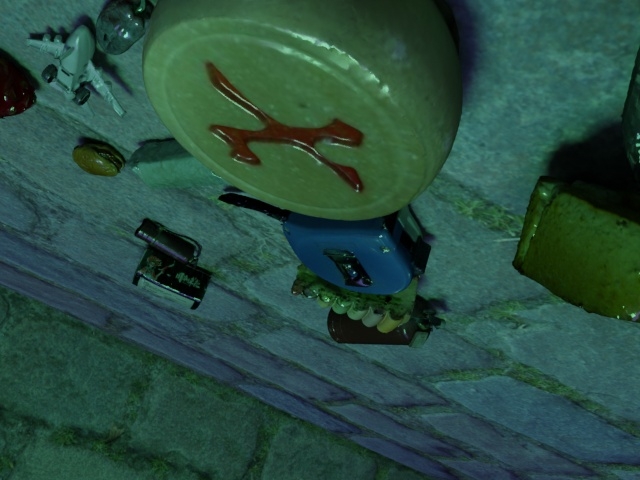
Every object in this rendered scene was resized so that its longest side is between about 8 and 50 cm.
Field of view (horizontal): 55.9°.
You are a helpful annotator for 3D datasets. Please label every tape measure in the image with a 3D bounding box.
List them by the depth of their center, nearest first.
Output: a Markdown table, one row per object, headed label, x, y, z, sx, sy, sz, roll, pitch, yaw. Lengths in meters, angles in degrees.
| label | x | y | z | sx | sy | sz | roll | pitch | yaw |
| --- | --- | --- | --- | --- | --- | --- | --- | --- | --- |
| tape measure | 0.000 | 0.000 | 1.000 | 0.351 | 0.098 | 0.215 | 4 | 149 | 35 |

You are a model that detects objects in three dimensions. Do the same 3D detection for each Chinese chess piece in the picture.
| label | x | y | z | sx | sy | sz | roll | pitch | yaw |
| --- | --- | --- | --- | --- | --- | --- | --- | --- | --- |
| Chinese chess piece | -0.018 | -0.160 | 0.644 | 0.337 | 0.141 | 0.338 | 17 | 153 | 8 |

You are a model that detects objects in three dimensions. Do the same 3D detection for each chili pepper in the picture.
| label | x | y | z | sx | sy | sz | roll | pitch | yaw |
| --- | --- | --- | --- | --- | --- | --- | --- | --- | --- |
| chili pepper | -0.243 | -0.258 | 0.731 | 0.153 | 0.041 | 0.050 | -11 | 98 | 48 |

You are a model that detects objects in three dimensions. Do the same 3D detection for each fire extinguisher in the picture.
| label | x | y | z | sx | sy | sz | roll | pitch | yaw |
| --- | --- | --- | --- | --- | --- | --- | --- | --- | --- |
| fire extinguisher | 0.134 | 0.164 | 1.210 | 0.268 | 0.105 | 0.104 | -7 | 143 | 46 |
| fire extinguisher | -0.319 | 0.007 | 1.305 | 0.157 | 0.045 | 0.078 | 35 | 129 | -25 |

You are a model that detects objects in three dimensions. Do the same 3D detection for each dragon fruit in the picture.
| label | x | y | z | sx | sy | sz | roll | pitch | yaw |
| --- | --- | --- | --- | --- | --- | --- | --- | --- | --- |
| dragon fruit | -0.518 | -0.252 | 0.894 | 0.190 | 0.094 | 0.094 | 40 | 148 | -26 |

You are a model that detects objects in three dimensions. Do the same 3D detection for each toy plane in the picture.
| label | x | y | z | sx | sy | sz | roll | pitch | yaw |
| --- | --- | --- | --- | --- | --- | --- | --- | --- | --- |
| toy plane | -0.334 | -0.233 | 0.823 | 0.162 | 0.066 | 0.171 | 37 | 157 | -9 |

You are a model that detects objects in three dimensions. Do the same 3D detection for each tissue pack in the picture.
| label | x | y | z | sx | sy | sz | roll | pitch | yaw |
| --- | --- | --- | --- | --- | --- | --- | --- | --- | --- |
| tissue pack | -0.355 | 0.092 | 1.440 | 0.170 | 0.091 | 0.103 | 24 | 155 | -12 |

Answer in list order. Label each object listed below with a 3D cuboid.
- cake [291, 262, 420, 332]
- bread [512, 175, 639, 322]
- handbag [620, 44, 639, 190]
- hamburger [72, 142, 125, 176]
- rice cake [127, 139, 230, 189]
| label | x | y | z | sx | sy | sz | roll | pitch | yaw |
| --- | --- | --- | --- | --- | --- | --- | --- | --- | --- |
| cake | 0.062 | 0.088 | 1.104 | 0.225 | 0.110 | 0.090 | 16 | 154 | 8 |
| bread | 0.323 | 0.006 | 0.634 | 0.185 | 0.124 | 0.257 | 4 | -169 | -9 |
| handbag | 0.399 | -0.106 | 0.527 | 0.270 | 0.089 | 0.175 | 15 | 146 | 12 |
| hamburger | -0.392 | -0.142 | 1.063 | 0.083 | 0.044 | 0.076 | 10 | 152 | 26 |
| rice cake | -0.219 | -0.122 | 0.952 | 0.206 | 0.063 | 0.069 | -2 | 141 | 37 |
